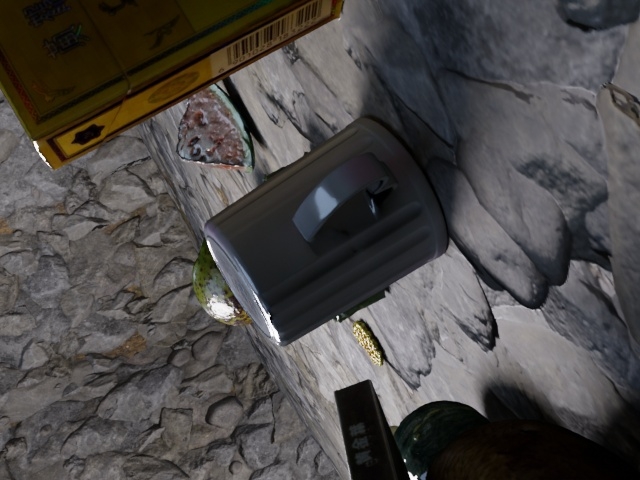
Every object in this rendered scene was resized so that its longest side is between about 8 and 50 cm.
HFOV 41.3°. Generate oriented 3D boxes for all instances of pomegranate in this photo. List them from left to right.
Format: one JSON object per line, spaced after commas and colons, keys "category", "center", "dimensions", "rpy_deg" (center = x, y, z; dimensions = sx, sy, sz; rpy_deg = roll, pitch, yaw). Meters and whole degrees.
{"category": "pomegranate", "center": [-0.109, 0.068, 1.550], "dimensions": [0.247, 0.214, 0.214], "rpy_deg": [27, 172, -10]}

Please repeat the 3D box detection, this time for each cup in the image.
{"category": "cup", "center": [-0.003, -0.021, 0.844], "dimensions": [0.167, 0.202, 0.221], "rpy_deg": [47, 163, 39]}

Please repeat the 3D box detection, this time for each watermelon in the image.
{"category": "watermelon", "center": [-0.179, -0.180, 1.392], "dimensions": [0.187, 0.139, 0.071], "rpy_deg": [60, -159, -2]}

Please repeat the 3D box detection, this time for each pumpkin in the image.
{"category": "pumpkin", "center": [0.166, 0.286, 0.983], "dimensions": [0.211, 0.152, 0.211], "rpy_deg": [44, 171, 8]}

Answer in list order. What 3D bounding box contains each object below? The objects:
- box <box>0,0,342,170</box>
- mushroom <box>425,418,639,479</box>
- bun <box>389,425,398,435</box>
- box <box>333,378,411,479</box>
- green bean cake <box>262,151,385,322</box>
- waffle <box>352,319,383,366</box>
{"category": "box", "center": [-0.154, -0.221, 0.749], "dimensions": [0.193, 0.301, 0.084], "rpy_deg": [58, 169, 11]}
{"category": "mushroom", "center": [0.226, 0.311, 0.727], "dimensions": [0.345, 0.238, 0.345], "rpy_deg": [173, 90, -80]}
{"category": "bun", "center": [0.144, 0.437, 1.457], "dimensions": [0.229, 0.145, 0.229], "rpy_deg": [55, 170, 15]}
{"category": "box", "center": [0.093, 0.312, 0.820], "dimensions": [0.180, 0.047, 0.325], "rpy_deg": [-104, -7, -64]}
{"category": "green bean cake", "center": [0.000, 0.000, 1.130], "dimensions": [0.173, 0.094, 0.181], "rpy_deg": [52, 164, 35]}
{"category": "waffle", "center": [0.079, 0.168, 1.384], "dimensions": [0.085, 0.016, 0.078], "rpy_deg": [55, 167, 20]}
